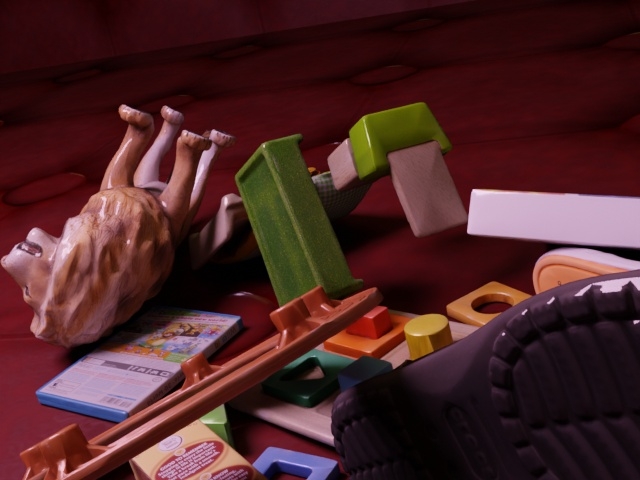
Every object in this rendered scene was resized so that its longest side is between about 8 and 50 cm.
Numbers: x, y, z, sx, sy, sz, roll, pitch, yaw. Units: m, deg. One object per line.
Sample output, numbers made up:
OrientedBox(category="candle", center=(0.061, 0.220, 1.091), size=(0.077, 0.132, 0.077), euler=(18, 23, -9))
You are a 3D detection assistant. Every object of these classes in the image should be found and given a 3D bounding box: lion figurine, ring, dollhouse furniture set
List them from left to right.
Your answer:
OrientedBox(category="lion figurine", center=(-0.198, -0.025, 0.968), size=(0.142, 0.240, 0.392), euler=(22, 9, 6))
OrientedBox(category="ring", center=(-0.111, 0.107, 0.560), size=(0.336, 0.032, 0.336), euler=(-29, -2, -1))
OrientedBox(category="dollhouse furniture set", center=(0.000, 0.000, 0.903), size=(0.197, 0.151, 0.301), euler=(-18, -10, -28))

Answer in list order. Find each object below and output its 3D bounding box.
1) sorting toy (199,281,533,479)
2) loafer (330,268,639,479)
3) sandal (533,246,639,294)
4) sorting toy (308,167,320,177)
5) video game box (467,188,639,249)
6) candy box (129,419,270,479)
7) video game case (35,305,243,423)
OrientedBox(category="sorting toy", center=(0.042, 0.097, 0.699), size=(0.196, 0.047, 0.348), euler=(12, 32, 44))
OrientedBox(category="loafer", center=(0.144, 0.075, 0.454), size=(0.130, 0.134, 0.366), euler=(-24, 0, -36))
OrientedBox(category="sandal", center=(0.234, 0.069, 0.620), size=(0.076, 0.102, 0.265), euler=(-24, 17, -24))
OrientedBox(category="sorting toy", center=(0.001, -0.073, 1.122), size=(0.061, 0.042, 0.102), euler=(-30, 29, -37))
OrientedBox(category="video game box", center=(0.264, -0.013, 0.755), size=(0.205, 0.048, 0.187), euler=(6, -1, 35))
OrientedBox(category="candy box", center=(-0.033, 0.182, 0.455), size=(0.053, 0.109, 0.187), euler=(-26, 27, -29))
OrientedBox(category="video game case", center=(-0.168, 0.112, 0.808), size=(0.119, 0.015, 0.166), euler=(3, 27, 33))
